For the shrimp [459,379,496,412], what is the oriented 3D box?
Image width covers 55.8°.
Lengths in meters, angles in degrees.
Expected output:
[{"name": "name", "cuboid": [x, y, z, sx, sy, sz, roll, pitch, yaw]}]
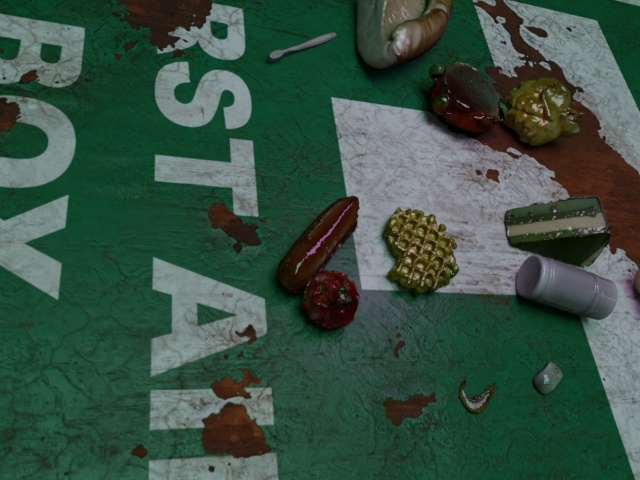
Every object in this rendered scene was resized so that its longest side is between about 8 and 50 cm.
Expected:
[{"name": "shrimp", "cuboid": [0.394, 0.377, 1.516, 0.114, 0.023, 0.083, -36, 76, -30]}]

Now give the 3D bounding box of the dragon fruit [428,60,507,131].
[{"name": "dragon fruit", "cuboid": [0.468, -0.463, 1.976, 0.295, 0.130, 0.268, 38, 55, 3]}]

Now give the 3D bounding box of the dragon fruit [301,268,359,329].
[{"name": "dragon fruit", "cuboid": [0.048, 0.145, 1.439, 0.153, 0.111, 0.153, 2, 87, -30]}]

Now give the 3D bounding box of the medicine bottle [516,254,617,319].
[{"name": "medicine bottle", "cuboid": [0.696, 0.134, 1.712, 0.249, 0.133, 0.133, 16, 56, -10]}]

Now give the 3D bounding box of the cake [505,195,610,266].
[{"name": "cake", "cuboid": [0.715, -0.013, 1.859, 0.283, 0.172, 0.158, -6, 50, 12]}]

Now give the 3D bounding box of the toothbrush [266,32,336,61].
[{"name": "toothbrush", "cuboid": [-0.056, -0.619, 1.928, 0.307, 0.029, 0.025, -32, 87, -36]}]

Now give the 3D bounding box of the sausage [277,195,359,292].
[{"name": "sausage", "cuboid": [0.000, 0.000, 1.536, 0.102, 0.102, 0.330, 38, 55, 3]}]

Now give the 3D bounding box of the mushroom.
[{"name": "mushroom", "cuboid": [0.284, -0.701, 2.023, 0.313, 0.224, 0.398, 18, 62, -28]}]

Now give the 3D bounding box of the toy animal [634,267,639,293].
[{"name": "toy animal", "cuboid": [1.085, 0.127, 1.858, 0.250, 0.154, 0.167, -2, 70, -20]}]

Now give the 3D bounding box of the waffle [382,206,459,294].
[{"name": "waffle", "cuboid": [0.264, 0.022, 1.655, 0.249, 0.056, 0.253, -23, 74, -32]}]

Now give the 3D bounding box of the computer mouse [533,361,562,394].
[{"name": "computer mouse", "cuboid": [0.611, 0.361, 1.604, 0.110, 0.032, 0.056, -33, 77, -33]}]

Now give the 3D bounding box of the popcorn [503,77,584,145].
[{"name": "popcorn", "cuboid": [0.751, -0.438, 2.036, 0.265, 0.192, 0.233, 21, 60, 12]}]
